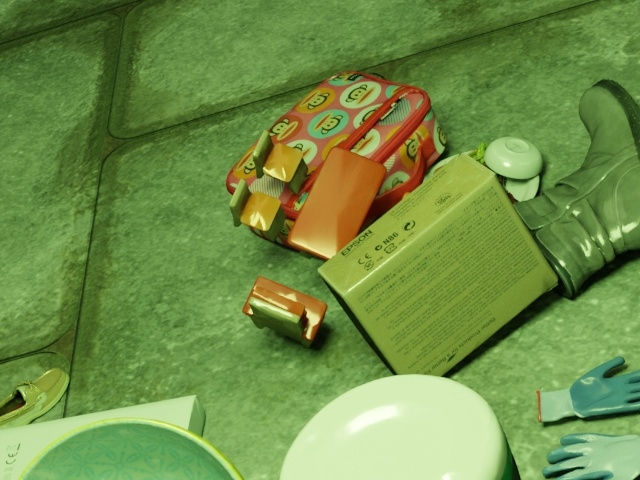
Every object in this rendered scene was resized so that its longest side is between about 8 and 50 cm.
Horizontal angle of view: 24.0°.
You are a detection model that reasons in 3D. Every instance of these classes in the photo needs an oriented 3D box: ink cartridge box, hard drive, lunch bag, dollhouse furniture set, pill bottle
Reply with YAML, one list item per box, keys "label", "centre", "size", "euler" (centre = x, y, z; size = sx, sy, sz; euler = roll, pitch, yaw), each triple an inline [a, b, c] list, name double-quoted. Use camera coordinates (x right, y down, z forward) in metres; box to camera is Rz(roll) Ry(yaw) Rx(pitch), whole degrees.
- label: "ink cartridge box"
  centre: [0.144, 0.042, 1.831]
  size: [0.235, 0.193, 0.088]
  euler: [-38, 33, -7]
- label: "hard drive"
  centre: [-0.328, 0.315, 1.886]
  size: [0.353, 0.047, 0.233]
  euler: [-12, 37, 15]
- label: "lunch bag"
  centre: [0.035, -0.107, 2.176]
  size: [0.258, 0.120, 0.293]
  euler: [22, 59, 43]
- label: "dollhouse furniture set"
  centre: [0.000, 0.000, 1.960]
  size: [0.262, 0.135, 0.259]
  euler: [22, 74, 10]
- label: "pill bottle"
  centre: [0.111, 0.314, 1.382]
  size: [0.204, 0.361, 0.204]
  euler: [-14, 37, 11]

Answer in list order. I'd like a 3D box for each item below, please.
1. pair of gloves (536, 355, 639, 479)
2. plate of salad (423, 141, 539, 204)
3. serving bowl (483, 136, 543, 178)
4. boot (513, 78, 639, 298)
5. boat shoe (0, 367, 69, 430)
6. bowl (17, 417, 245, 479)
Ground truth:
- label: "pair of gloves"
  centre: [0.323, 0.208, 1.698]
  size: [0.159, 0.023, 0.198]
  euler: [-12, 38, 11]
- label: "plate of salad"
  centre: [0.205, -0.073, 2.101]
  size: [0.200, 0.048, 0.200]
  euler: [-14, 36, 11]
- label: "serving bowl"
  centre: [0.270, -0.120, 2.092]
  size: [0.083, 0.027, 0.083]
  euler: [5, 38, -4]
- label: "boot"
  centre: [0.341, -0.079, 1.987]
  size: [0.223, 0.118, 0.338]
  euler: [-26, 31, 5]
- label: "boat shoe"
  centre: [-0.399, 0.216, 2.050]
  size: [0.050, 0.045, 0.135]
  euler: [16, 51, 41]
- label: "bowl"
  centre: [-0.191, 0.334, 1.665]
  size: [0.289, 0.289, 0.156]
  euler: [-17, -6, 7]
